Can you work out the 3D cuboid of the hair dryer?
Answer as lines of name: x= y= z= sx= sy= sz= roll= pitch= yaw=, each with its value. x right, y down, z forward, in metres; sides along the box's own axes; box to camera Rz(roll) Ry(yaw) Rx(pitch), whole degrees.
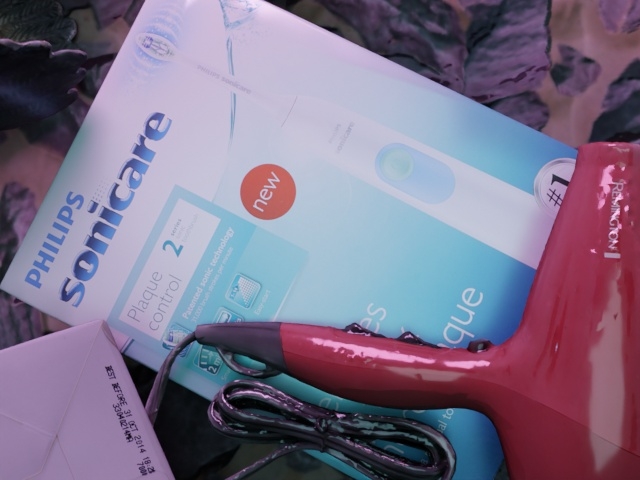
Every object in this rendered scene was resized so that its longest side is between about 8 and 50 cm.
hair dryer: x=0.062 y=0.070 z=0.401 sx=0.293 sy=0.080 sz=0.223 roll=-45 pitch=85 yaw=4

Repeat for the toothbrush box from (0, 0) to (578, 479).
toothbrush box: x=0.000 y=0.000 z=0.515 sx=0.295 sy=0.126 sz=0.216 roll=28 pitch=89 yaw=7

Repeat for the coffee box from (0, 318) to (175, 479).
coffee box: x=-0.185 y=0.153 z=0.462 sx=0.246 sy=0.098 sz=0.141 roll=-31 pitch=81 yaw=44

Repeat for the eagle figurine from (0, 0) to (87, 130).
eagle figurine: x=-0.287 y=-0.047 z=0.513 sx=0.226 sy=0.225 sz=0.298 roll=40 pitch=100 yaw=18
